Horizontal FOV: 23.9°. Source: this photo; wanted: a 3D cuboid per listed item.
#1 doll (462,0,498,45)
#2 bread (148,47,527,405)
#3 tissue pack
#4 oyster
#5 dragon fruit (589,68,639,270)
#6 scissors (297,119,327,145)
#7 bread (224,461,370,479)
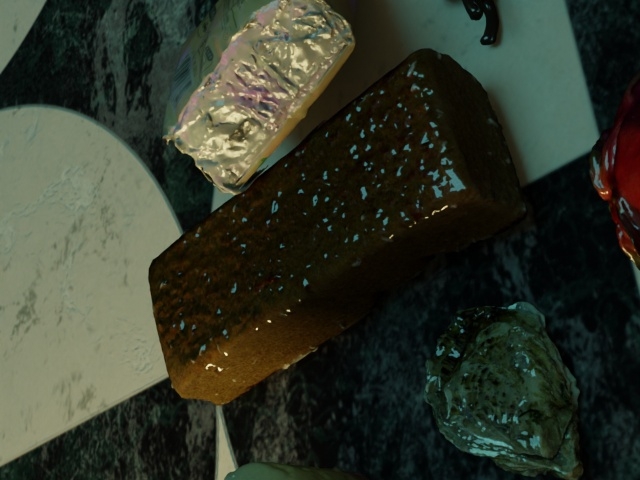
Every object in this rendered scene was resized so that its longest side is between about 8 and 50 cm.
[{"bbox_3d":[0.149,-0.269,1.383,0.139,0.057,0.165,-49,43,27],"label":"doll"},{"bbox_3d":[0.000,0.000,1.410,0.416,0.113,0.165,-35,54,35],"label":"bread"},{"bbox_3d":[-0.054,-0.192,1.455,0.215,0.123,0.256,-49,18,24],"label":"tissue pack"},{"bbox_3d":[0.152,0.127,1.254,0.125,0.064,0.177,-22,51,24],"label":"oyster"},{"bbox_3d":[0.309,-0.053,1.053,0.274,0.192,0.193,-7,110,47],"label":"dragon fruit"},{"bbox_3d":[-0.023,-0.073,1.528,0.113,0.012,0.039,-45,49,27],"label":"scissors"},{"bbox_3d":[0.035,0.339,1.214,0.155,0.187,0.338,-55,44,23],"label":"bread"}]
